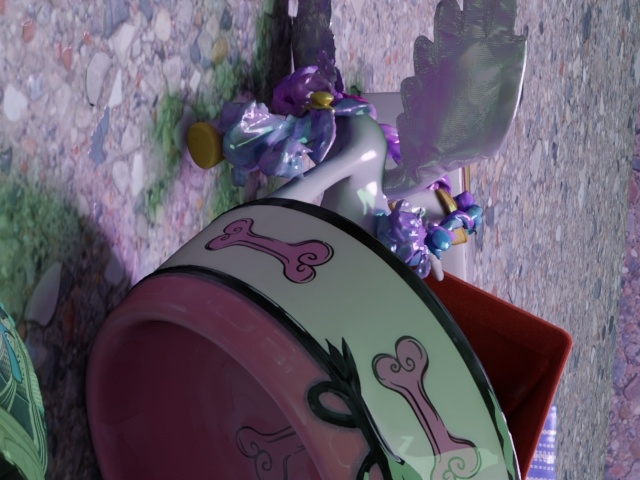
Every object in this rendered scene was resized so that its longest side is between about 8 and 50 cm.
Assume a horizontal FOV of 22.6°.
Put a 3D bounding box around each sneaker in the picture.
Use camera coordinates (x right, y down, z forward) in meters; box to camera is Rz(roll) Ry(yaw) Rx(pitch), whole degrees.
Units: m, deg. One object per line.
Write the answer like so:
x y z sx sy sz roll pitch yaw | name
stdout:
-0.262 0.078 1.113 0.122 0.110 0.283 -88 171 -50 | sneaker

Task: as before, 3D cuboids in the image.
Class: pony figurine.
0.032 -0.084 1.629 0.363 0.303 0.351 -21 116 -44 | pony figurine

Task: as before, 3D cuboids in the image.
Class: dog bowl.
-0.035 0.179 1.318 0.150 0.408 0.408 -26 122 -37 | dog bowl

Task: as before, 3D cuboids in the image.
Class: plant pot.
0.089 0.204 1.779 0.267 0.267 0.236 -59 174 -50 | plant pot

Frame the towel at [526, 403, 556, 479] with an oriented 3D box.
0.223 0.361 2.197 0.040 0.243 0.336 140 -42 -57 | towel

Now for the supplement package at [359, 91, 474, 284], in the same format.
0.112 -0.046 1.942 0.139 0.134 0.244 -69 157 -65 | supplement package
